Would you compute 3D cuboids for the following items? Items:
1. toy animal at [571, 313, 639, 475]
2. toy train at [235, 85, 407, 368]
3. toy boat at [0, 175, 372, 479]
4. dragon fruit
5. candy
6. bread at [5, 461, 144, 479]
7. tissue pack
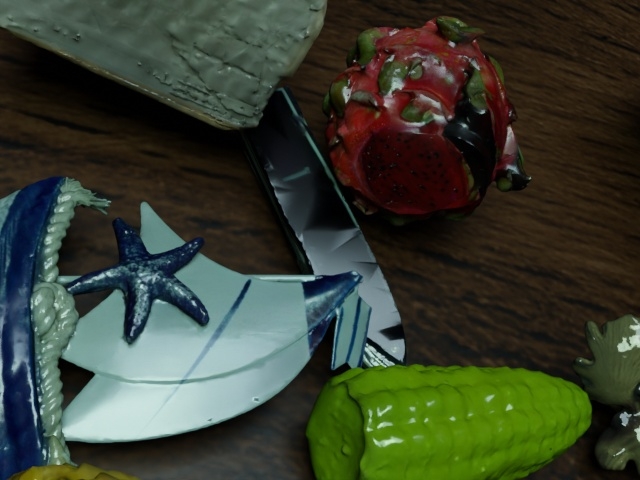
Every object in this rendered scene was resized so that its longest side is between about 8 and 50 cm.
[{"bbox_3d":[0.280,0.156,0.635,0.214,0.094,0.186,14,59,-20],"label":"toy animal"},{"bbox_3d":[0.000,0.000,0.654,0.055,0.048,0.252,-19,72,-18],"label":"toy train"},{"bbox_3d":[-0.116,0.038,0.562,0.291,0.070,0.210,-21,71,-25],"label":"toy boat"},{"bbox_3d":[0.087,-0.097,0.677,0.166,0.160,0.172,29,43,-7],"label":"dragon fruit"},{"bbox_3d":[0.096,0.126,0.576,0.209,0.097,0.097,-2,59,-25],"label":"candy"},{"bbox_3d":[-0.088,0.214,0.370,0.139,0.240,0.240,-2,59,-33],"label":"bread"},{"bbox_3d":[-0.090,-0.276,0.643,0.238,0.238,0.305,15,42,-11],"label":"tissue pack"}]
